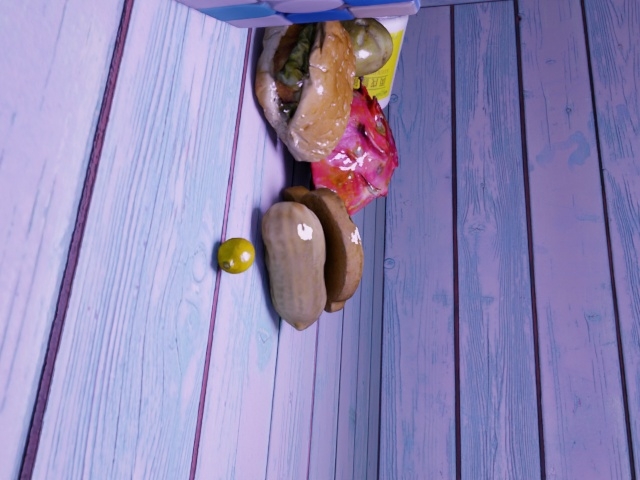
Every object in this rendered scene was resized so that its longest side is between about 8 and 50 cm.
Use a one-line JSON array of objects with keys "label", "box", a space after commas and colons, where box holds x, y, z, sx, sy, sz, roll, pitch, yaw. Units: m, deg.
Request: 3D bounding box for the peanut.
[{"label": "peanut", "box": [-0.048, 0.051, 1.312, 0.147, 0.148, 0.318, -75, 162, -51]}]

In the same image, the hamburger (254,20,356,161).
[{"label": "hamburger", "box": [-0.035, -0.337, 1.291, 0.209, 0.162, 0.329, 1, 96, -70]}]

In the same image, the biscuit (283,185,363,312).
[{"label": "biscuit", "box": [0.002, -0.001, 1.407, 0.287, 0.057, 0.343, 58, -24, 25]}]

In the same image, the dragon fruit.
[{"label": "dragon fruit", "box": [0.068, -0.225, 1.559, 0.386, 0.249, 0.370, -98, 179, -49]}]

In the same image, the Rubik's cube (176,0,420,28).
[{"label": "Rubik's cube", "box": [-0.032, -0.521, 0.923, 0.346, 0.347, 0.344, -44, 133, -73]}]

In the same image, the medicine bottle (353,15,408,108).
[{"label": "medicine bottle", "box": [0.102, -0.473, 1.709, 0.213, 0.214, 0.378, -77, 177, -48]}]

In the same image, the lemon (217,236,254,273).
[{"label": "lemon", "box": [-0.142, 0.026, 1.044, 0.083, 0.062, 0.062, -53, 141, -64]}]

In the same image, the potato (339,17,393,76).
[{"label": "potato", "box": [0.046, -0.465, 1.466, 0.197, 0.228, 0.148, -27, 134, -48]}]
